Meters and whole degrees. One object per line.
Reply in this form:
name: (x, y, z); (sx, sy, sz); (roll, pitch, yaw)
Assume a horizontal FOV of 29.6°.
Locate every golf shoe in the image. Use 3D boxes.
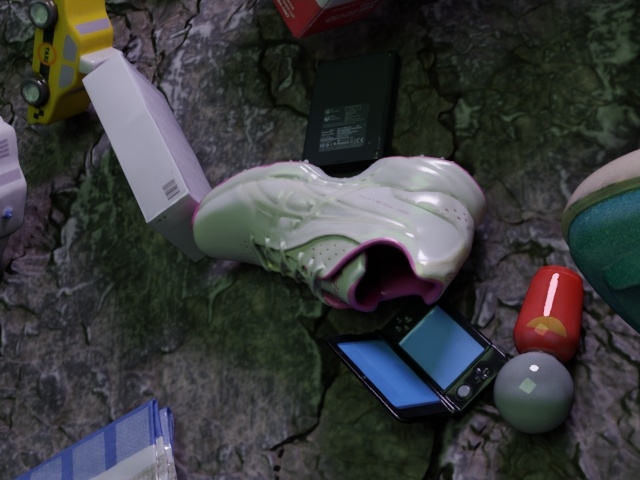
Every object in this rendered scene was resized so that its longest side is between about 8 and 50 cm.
golf shoe: (0.000, 0.000, 1.145); (0.306, 0.115, 0.140); (-5, 50, 28)

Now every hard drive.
hard drive: (0.032, -0.134, 1.272); (0.094, 0.022, 0.135); (-5, 61, 27)

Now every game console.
game console: (0.086, 0.099, 1.080); (0.107, 0.071, 0.122); (-45, 52, 0)

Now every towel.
towel: (-0.213, 0.298, 1.126); (0.209, 0.034, 0.285); (-30, 40, 12)

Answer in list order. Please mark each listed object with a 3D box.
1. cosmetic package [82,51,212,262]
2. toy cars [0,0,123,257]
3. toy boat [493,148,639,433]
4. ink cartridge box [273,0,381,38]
cosmetic package: (-0.180, -0.092, 1.319); (0.060, 0.099, 0.239); (-37, 52, 9)
toy cars: (-0.326, -0.128, 1.382); (0.087, 0.176, 0.394); (22, 75, 20)
toy boat: (0.261, 0.059, 0.932); (0.318, 0.267, 0.148); (-27, 36, 52)
ink cartridge box: (0.029, -0.365, 1.215); (0.197, 0.114, 0.273); (61, 144, 8)
